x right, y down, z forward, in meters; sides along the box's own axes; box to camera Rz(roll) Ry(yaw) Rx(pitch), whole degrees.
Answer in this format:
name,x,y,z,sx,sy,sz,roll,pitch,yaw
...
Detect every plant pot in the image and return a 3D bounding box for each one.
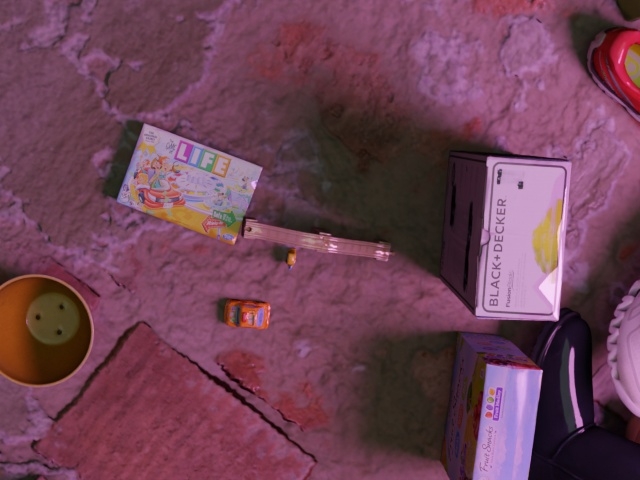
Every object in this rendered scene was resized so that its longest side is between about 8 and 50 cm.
name,x,y,z,sx,sy,sz,roll,pitch,yaw
plant pot,-0.332,0.101,1.351,0.134,0.095,0.134,0,96,0

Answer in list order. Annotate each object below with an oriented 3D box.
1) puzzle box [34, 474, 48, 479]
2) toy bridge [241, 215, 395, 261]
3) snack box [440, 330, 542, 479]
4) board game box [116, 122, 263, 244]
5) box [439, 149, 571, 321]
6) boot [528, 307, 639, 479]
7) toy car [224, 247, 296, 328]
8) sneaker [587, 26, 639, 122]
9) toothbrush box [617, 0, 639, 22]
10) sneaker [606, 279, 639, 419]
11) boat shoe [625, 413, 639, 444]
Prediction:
name,x,y,z,sx,sy,sz,roll,pitch,yaw
puzzle box,-0.220,0.457,1.299,0.409,0.272,0.052,42,94,-5
toy bridge,0.000,0.000,1.350,0.188,0.063,0.026,10,95,-10
snack box,0.196,0.210,1.313,0.070,0.207,0.174,7,94,-1
board game box,-0.160,-0.069,1.372,0.154,0.026,0.103,20,94,-3
box,0.199,-0.014,1.251,0.087,0.290,0.169,4,95,-1
boot,0.337,0.226,1.324,0.207,0.094,0.246,22,102,36
toy car,-0.076,0.058,1.378,0.060,0.040,0.122,23,95,-3
sneaker,0.437,-0.155,1.327,0.279,0.118,0.107,33,95,-4
toothbrush box,0.401,-0.429,1.299,0.206,0.122,0.283,-29,96,2
sneaker,0.417,0.071,1.295,0.110,0.118,0.292,25,68,-9
boat shoe,0.496,0.329,1.388,0.110,0.122,0.341,-39,102,-36
